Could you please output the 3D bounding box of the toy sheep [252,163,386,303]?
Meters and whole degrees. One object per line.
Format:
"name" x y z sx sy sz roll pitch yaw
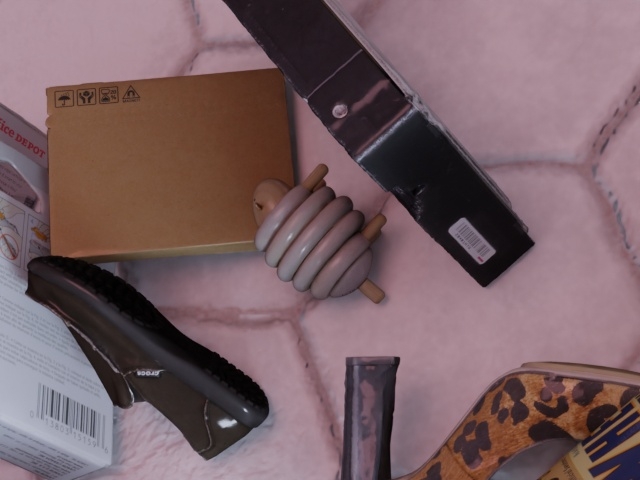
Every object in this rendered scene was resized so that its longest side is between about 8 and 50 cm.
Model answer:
"toy sheep" 0.000 0.000 1.289 0.132 0.091 0.091 40 90 10

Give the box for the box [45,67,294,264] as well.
"box" -0.123 -0.061 1.370 0.201 0.021 0.164 -5 64 -2

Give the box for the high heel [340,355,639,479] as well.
"high heel" 0.135 0.176 1.150 0.261 0.093 0.186 1 86 20

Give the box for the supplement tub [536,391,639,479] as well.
"supplement tub" 0.227 0.205 0.979 0.316 0.228 0.228 -42 55 5

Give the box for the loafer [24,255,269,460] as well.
"loafer" -0.146 0.093 1.286 0.220 0.080 0.078 37 100 6

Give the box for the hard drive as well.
"hard drive" 0.011 -0.134 1.251 0.064 0.237 0.339 -42 54 5

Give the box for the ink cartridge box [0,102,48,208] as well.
"ink cartridge box" -0.309 -0.044 1.461 0.063 0.109 0.150 9 72 35

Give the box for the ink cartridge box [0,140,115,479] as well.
"ink cartridge box" -0.269 0.033 1.301 0.060 0.275 0.239 -23 53 28
